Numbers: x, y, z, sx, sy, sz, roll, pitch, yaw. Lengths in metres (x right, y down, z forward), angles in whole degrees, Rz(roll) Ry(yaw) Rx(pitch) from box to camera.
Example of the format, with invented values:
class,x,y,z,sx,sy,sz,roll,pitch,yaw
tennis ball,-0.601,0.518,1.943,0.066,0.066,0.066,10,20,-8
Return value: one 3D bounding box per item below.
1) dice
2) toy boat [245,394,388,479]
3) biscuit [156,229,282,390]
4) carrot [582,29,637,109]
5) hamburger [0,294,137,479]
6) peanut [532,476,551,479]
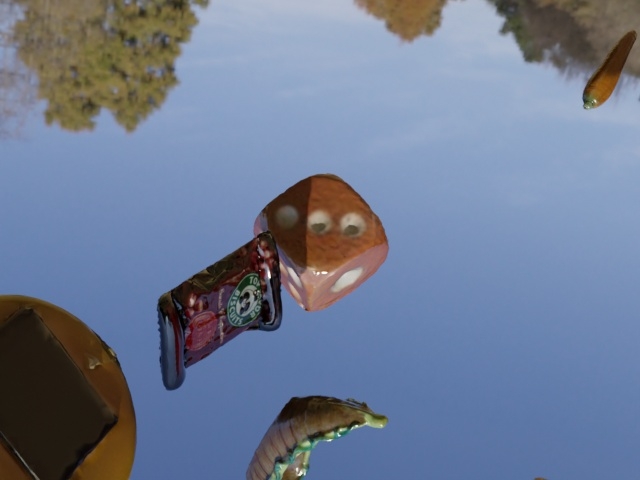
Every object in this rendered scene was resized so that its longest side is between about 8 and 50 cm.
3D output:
class,x,y,z,sx,sy,sz,roll,pitch,yaw
dice,0.000,0.000,1.524,0.174,0.175,0.179,-33,-112,-13
toy boat,-0.018,0.245,1.073,0.099,0.293,0.108,43,-133,9
biscuit,-0.135,0.093,1.183,0.063,0.151,0.235,26,-143,30
carrot,0.374,-0.221,1.144,0.035,0.035,0.142,28,-106,24
hamburger,-0.324,0.193,0.873,0.276,0.179,0.294,55,-150,-14
peanut,0.312,0.356,1.096,0.152,0.076,0.076,49,-145,8
